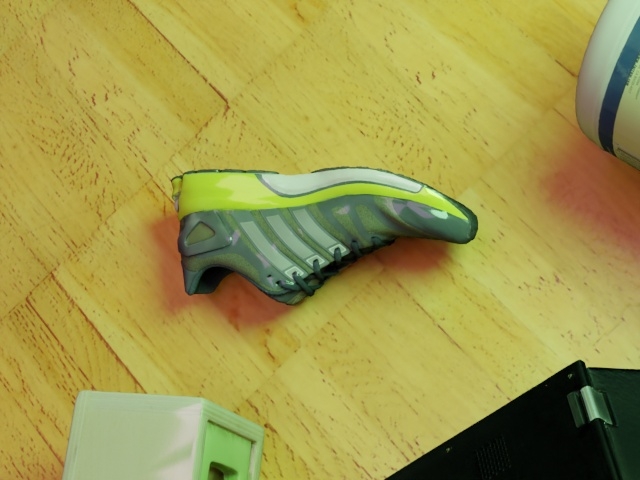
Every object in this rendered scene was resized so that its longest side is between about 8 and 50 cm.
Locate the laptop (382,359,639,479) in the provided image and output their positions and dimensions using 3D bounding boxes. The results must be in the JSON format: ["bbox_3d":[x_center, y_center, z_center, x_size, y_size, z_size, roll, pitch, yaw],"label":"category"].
[{"bbox_3d":[0.250,0.304,0.916,0.408,0.236,0.382,-36,39,25],"label":"laptop"}]

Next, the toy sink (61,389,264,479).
[{"bbox_3d":[-0.137,0.260,1.102,0.131,0.153,0.234,1,72,19],"label":"toy sink"}]

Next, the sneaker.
[{"bbox_3d":[0.000,0.000,1.179,0.300,0.111,0.121,0,82,25],"label":"sneaker"}]

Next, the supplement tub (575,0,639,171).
[{"bbox_3d":[0.391,-0.106,0.994,0.325,0.235,0.235,35,86,25],"label":"supplement tub"}]
